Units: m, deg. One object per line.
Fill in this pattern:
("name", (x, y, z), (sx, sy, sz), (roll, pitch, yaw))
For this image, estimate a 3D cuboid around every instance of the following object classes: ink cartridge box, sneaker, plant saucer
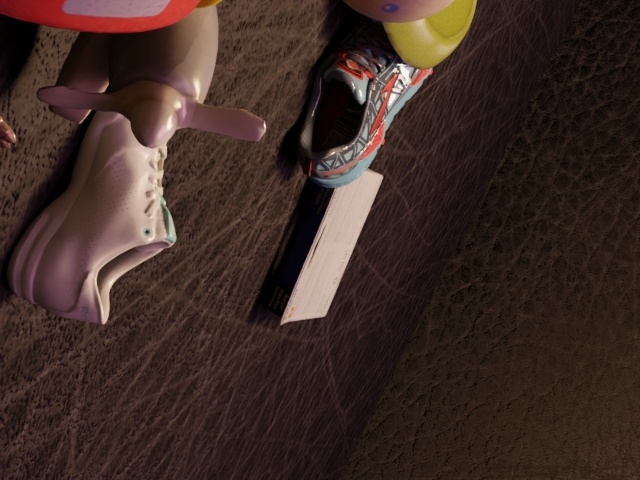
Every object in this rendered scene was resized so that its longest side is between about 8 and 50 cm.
("ink cartridge box", (0.000, 0.000, 1.696), (0.223, 0.045, 0.224), (-67, 166, 5))
("sneaker", (0.055, -0.184, 1.459), (0.262, 0.104, 0.125), (-66, 165, -2))
("plant saucer", (0.127, -0.313, 1.431), (0.241, 0.037, 0.241), (-8, 100, -59))
("sneaker", (-0.142, -0.034, 0.962), (0.212, 0.094, 0.080), (-63, 165, -14))

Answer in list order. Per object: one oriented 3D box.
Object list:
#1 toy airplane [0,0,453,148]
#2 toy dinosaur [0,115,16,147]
("toy airplane", (-0.026, -0.224, 0.674), (0.384, 0.272, 0.386), (-52, -176, -7))
("toy dinosaur", (-0.246, -0.051, 0.476), (0.200, 0.127, 0.296), (-51, 156, -27))
